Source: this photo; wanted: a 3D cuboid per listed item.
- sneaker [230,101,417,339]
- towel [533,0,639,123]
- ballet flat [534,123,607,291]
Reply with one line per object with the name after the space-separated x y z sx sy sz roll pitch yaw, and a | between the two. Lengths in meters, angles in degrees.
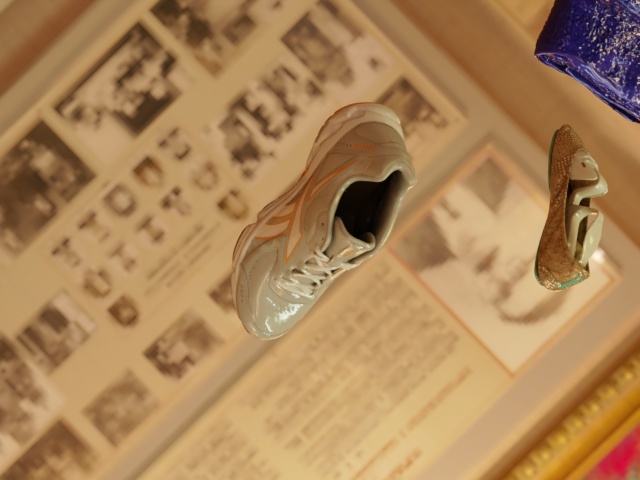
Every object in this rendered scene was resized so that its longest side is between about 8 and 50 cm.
0.000 0.000 1.408 0.262 0.099 0.121 -60 -152 22 | sneaker
0.437 -0.342 2.072 0.076 0.227 0.308 8 -105 56 | towel
0.289 -0.039 1.675 0.067 0.073 0.206 -8 -117 37 | ballet flat
